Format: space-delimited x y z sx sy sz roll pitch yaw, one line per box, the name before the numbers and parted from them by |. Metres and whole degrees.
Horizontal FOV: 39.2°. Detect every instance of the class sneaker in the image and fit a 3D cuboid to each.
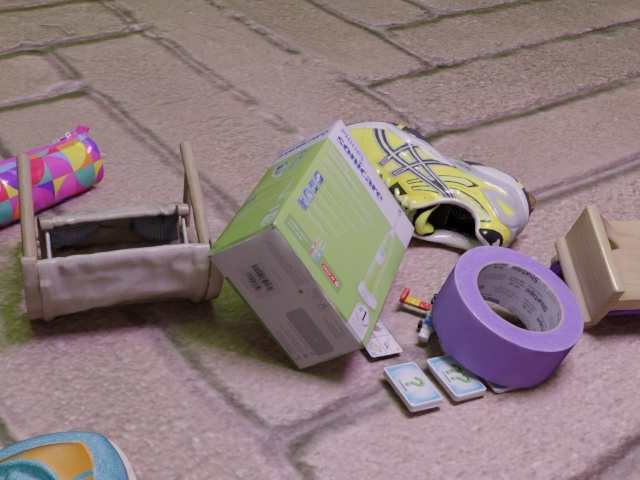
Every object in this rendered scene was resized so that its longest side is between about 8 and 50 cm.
sneaker | 0.145 -0.087 1.464 0.384 0.145 0.147 18 35 20

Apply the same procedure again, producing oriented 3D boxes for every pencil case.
pencil case | -0.457 -0.099 1.426 0.104 0.104 0.236 25 39 26

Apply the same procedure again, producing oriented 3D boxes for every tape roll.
tape roll | 0.252 0.101 1.214 0.188 0.080 0.189 14 40 -12

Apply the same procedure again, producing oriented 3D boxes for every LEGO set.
LEGO set | 0.146 0.122 1.231 0.182 0.060 0.244 -7 35 -25

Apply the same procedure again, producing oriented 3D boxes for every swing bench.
swing bench | -0.284 0.003 1.250 0.253 0.165 0.255 -5 41 -17

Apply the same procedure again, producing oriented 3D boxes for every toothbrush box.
toothbrush box | 0.000 0.000 1.223 0.122 0.206 0.283 -23 23 34

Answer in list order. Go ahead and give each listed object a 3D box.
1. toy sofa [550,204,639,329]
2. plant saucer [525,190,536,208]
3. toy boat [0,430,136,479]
toy sofa | 0.543 0.048 1.350 0.362 0.177 0.150 -2 59 -12
plant saucer | 0.338 -0.069 1.581 0.083 0.015 0.083 5 33 -3
toy boat | -0.223 0.286 0.842 0.318 0.148 0.267 16 35 15
